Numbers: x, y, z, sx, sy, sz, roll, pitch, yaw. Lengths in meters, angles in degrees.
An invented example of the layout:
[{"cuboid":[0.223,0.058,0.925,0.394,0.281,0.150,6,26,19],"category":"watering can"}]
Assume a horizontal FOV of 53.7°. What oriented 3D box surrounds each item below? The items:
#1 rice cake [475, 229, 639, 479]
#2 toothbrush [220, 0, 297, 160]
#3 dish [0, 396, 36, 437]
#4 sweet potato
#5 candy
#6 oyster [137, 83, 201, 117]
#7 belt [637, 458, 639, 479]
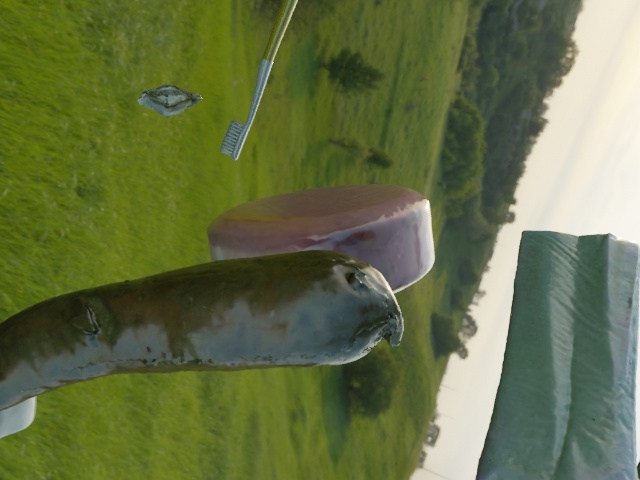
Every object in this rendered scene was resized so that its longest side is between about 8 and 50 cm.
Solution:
[{"cuboid":[0.147,0.071,0.374,0.222,0.080,0.042,-60,152,-46],"category":"rice cake"},{"cuboid":[-0.054,-0.227,0.719,0.021,0.024,0.288,-77,-169,-75],"category":"toothbrush"},{"cuboid":[-0.437,0.166,0.819,0.066,0.191,0.190,-43,171,13],"category":"dish"},{"cuboid":[-0.088,0.051,0.375,0.075,0.273,0.075,172,-90,-87],"category":"sweet potato"},{"cuboid":[0.000,0.000,0.693,0.255,0.255,0.095,-37,121,-66],"category":"candy"},{"cuboid":[-0.237,-0.222,0.990,0.051,0.093,0.034,-46,-135,46],"category":"oyster"},{"cuboid":[0.427,0.296,0.665,0.151,0.198,0.078,-56,168,18],"category":"belt"}]
